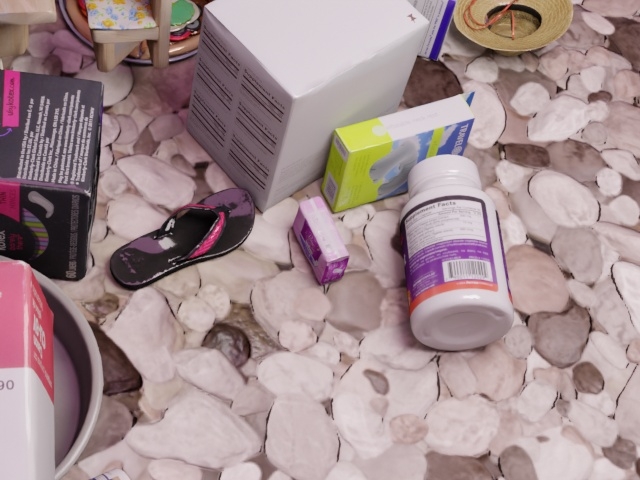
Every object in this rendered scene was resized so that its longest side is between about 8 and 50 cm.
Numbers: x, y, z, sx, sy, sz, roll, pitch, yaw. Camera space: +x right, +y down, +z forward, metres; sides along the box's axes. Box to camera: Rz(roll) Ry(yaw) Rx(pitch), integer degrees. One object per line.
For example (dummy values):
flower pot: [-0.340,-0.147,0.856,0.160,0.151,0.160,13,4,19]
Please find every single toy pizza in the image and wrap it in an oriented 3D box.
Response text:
toy pizza: [-0.209,-0.293,1.601,0.201,0.032,0.201,6,56,-9]

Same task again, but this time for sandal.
sandal: [-0.139,-0.006,1.420,0.179,0.040,0.067,-30,67,-27]

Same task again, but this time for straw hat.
straw hat: [0.236,-0.260,1.656,0.144,0.061,0.144,-3,52,4]

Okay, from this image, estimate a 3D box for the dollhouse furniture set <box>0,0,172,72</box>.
dollhouse furniture set: [-0.366,-0.391,1.461,0.362,0.256,0.394,-5,49,-13]

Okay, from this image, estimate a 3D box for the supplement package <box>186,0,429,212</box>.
supplement package: [-0.020,-0.178,1.461,0.194,0.203,0.149,-33,69,-29]

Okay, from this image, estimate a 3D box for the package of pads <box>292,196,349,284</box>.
package of pads: [0.000,0.000,1.440,0.032,0.050,0.083,-15,61,-21]

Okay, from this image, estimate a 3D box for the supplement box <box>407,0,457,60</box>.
supplement box: [0.056,-0.318,1.627,0.220,0.114,0.111,15,56,0]

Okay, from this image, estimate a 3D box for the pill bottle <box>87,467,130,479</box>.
pill bottle: [-0.223,0.257,1.212,0.120,0.067,0.067,-21,64,-24]

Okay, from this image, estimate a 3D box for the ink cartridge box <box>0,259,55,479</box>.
ink cartridge box: [-0.358,0.227,1.086,0.279,0.160,0.385,-3,71,-7]

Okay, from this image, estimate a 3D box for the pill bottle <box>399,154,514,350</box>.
pill bottle: [0.140,0.009,1.429,0.108,0.108,0.193,3,56,-10]

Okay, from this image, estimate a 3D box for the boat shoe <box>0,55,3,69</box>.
boat shoe: [-0.368,-0.176,1.483,0.043,0.049,0.137,-9,64,-15]

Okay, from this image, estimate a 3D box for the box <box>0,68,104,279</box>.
box: [-0.358,-0.072,1.342,0.270,0.165,0.143,6,56,-7]

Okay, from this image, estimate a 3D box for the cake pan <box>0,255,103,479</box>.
cake pan: [-0.353,0.143,1.269,0.293,0.054,0.293,6,56,-8]

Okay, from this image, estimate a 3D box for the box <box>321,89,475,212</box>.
box: [0.093,-0.098,1.489,0.178,0.109,0.042,-17,58,-21]
